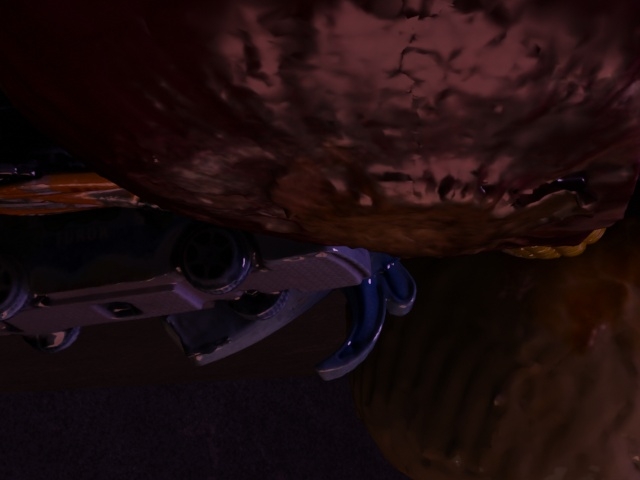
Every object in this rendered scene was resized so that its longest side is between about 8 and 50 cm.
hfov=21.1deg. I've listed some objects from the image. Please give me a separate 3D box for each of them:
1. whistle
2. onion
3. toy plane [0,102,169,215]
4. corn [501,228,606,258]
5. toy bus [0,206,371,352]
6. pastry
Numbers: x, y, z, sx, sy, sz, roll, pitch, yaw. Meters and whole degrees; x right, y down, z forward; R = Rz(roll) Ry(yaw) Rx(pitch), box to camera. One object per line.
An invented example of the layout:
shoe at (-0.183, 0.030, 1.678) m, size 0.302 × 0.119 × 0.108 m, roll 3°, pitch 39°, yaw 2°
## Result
whistle at (0.000, 0.000, 1.252) m, size 0.269 × 0.180 × 0.093 m, roll -35°, pitch 162°, yaw -16°
onion at (-0.007, -0.109, 0.450) m, size 0.207 × 0.216 × 0.206 m, roll -3°, pitch 167°, yaw 3°
toy plane at (-0.149, -0.051, 1.059) m, size 0.316 × 0.103 × 0.204 m, roll -14°, pitch 173°, yaw -2°
corn at (0.139, -0.057, 1.180) m, size 0.123 × 0.122 × 0.305 m, roll 7°, pitch 172°, yaw 14°
toy bus at (-0.135, -0.008, 1.167) m, size 0.329 × 0.136 × 0.109 m, roll -9°, pitch 163°, yaw 15°
pastry at (0.218, 0.094, 1.475) m, size 0.388 × 0.313 × 0.388 m, roll 24°, pitch -177°, yaw -1°
